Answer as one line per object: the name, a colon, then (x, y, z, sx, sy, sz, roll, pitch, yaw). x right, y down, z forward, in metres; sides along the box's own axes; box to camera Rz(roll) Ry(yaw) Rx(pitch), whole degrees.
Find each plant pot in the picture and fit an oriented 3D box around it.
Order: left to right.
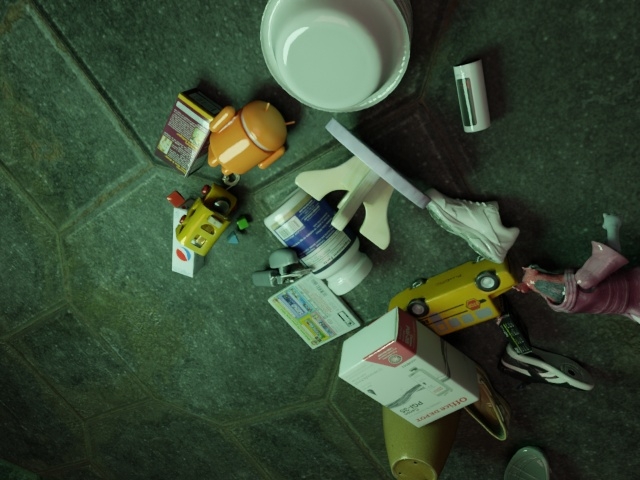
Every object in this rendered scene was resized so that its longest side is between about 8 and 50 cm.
plant pot: (0.275, 0.544, 1.233, 0.238, 0.254, 0.236, 8, 120, 14)

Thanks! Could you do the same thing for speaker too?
speaker: (0.308, -0.293, 0.886, 0.055, 0.055, 0.136, -8, 115, 22)

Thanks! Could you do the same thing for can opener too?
can opener: (-0.110, 0.070, 1.132, 0.283, 0.076, 0.095, -11, 91, 64)

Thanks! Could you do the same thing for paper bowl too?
paper bowl: (0.026, -0.367, 0.827, 0.285, 0.148, 0.284, 9, 145, 6)

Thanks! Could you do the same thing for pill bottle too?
pill bottle: (0.000, 0.000, 1.085, 0.153, 0.153, 0.264, -35, 103, 30)

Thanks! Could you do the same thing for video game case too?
video game case: (-0.019, 0.205, 1.279, 0.193, 0.023, 0.212, -34, 104, 29)

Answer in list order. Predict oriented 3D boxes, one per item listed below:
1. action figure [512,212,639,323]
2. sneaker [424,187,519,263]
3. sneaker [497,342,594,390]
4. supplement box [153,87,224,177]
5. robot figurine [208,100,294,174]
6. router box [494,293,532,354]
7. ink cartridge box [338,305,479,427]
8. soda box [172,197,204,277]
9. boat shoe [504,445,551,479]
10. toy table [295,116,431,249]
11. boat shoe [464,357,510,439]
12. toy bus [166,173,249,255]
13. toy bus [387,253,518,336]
action figure: (0.574, 0.114, 0.884, 0.371, 0.275, 0.248, 1, 147, -2)
sneaker: (0.343, -0.056, 0.997, 0.232, 0.090, 0.115, 39, 91, 8)
sneaker: (0.575, 0.351, 1.142, 0.217, 0.079, 0.121, 23, 125, 14)
supplement box: (-0.322, -0.265, 1.087, 0.104, 0.080, 0.188, 36, 122, -4)
robot figurine: (-0.168, -0.240, 1.027, 0.220, 0.128, 0.158, -28, 104, 29)
router box: (0.471, 0.206, 1.081, 0.038, 0.092, 0.122, -29, 105, 29)
ink cartridge box: (0.220, 0.321, 1.089, 0.283, 0.117, 0.207, 36, 124, -16)
soda box: (-0.372, -0.006, 1.247, 0.069, 0.074, 0.216, 19, 122, 7)
boat shoe: (0.628, 0.739, 1.327, 0.118, 0.103, 0.320, 10, 116, 35)
toy table: (0.087, -0.118, 0.962, 0.274, 0.252, 0.160, 41, 105, 6)
boat shoe: (0.432, 0.429, 1.215, 0.285, 0.089, 0.105, 44, 122, -8)
toy bus: (-0.280, -0.060, 1.119, 0.191, 0.104, 0.202, -13, 118, -15)
toy bus: (0.324, 0.149, 1.088, 0.333, 0.108, 0.130, -28, 106, 28)
